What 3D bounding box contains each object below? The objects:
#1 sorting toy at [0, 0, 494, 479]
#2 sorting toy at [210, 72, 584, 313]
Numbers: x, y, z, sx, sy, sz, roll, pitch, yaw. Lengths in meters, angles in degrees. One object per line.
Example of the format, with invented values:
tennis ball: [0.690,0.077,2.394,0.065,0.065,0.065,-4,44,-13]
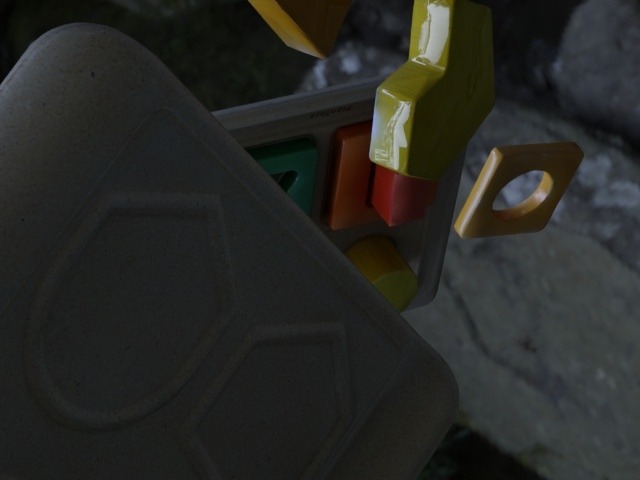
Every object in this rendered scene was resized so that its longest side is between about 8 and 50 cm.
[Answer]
sorting toy: [-0.043,0.036,0.499,0.041,0.307,0.229,26,167,43]
sorting toy: [0.000,0.000,0.811,0.047,0.347,0.196,58,151,36]
